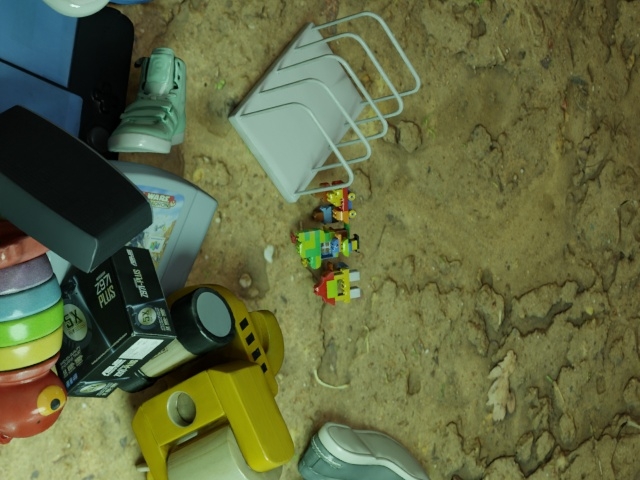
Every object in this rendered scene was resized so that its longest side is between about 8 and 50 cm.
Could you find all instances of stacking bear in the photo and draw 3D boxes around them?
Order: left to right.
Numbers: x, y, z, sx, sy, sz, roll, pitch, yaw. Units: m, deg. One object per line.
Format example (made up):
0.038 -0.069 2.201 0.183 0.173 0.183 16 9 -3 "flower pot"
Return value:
-0.413 0.128 1.775 0.175 0.164 0.289 -27 115 -55 "stacking bear"

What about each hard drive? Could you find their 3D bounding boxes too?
-0.355 -0.078 1.741 0.254 0.054 0.172 36 38 9 "hard drive"

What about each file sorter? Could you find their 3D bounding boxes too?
0.017 -0.234 2.261 0.193 0.173 0.278 54 51 -25 "file sorter"

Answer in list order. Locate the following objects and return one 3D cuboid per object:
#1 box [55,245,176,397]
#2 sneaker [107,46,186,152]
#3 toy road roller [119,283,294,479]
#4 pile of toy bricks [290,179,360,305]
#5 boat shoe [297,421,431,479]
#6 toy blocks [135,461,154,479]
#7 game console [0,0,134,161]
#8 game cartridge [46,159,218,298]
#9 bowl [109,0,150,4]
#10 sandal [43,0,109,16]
-0.299 0.115 1.843 0.077 0.180 0.147 9 51 -45 "box"
-0.257 -0.209 1.950 0.256 0.094 0.151 -67 159 -78 "sneaker"
-0.145 0.224 1.973 0.240 0.202 0.330 -6 70 -57 "toy road roller"
0.000 0.000 2.277 0.105 0.118 0.212 -9 109 -19 "pile of toy bricks"
0.079 0.401 2.313 0.099 0.116 0.319 -49 140 12 "boat shoe"
-0.217 0.402 2.011 0.123 0.054 0.148 -12 93 -46 "toy blocks"
-0.437 -0.235 1.872 0.386 0.060 0.342 23 69 -43 "game console"
-0.290 -0.016 1.930 0.297 0.062 0.198 8 115 -46 "game cartridge"
-0.299 -0.561 2.017 0.391 0.077 0.391 -1 92 -45 "bowl"
-0.449 -0.470 1.837 0.169 0.102 0.416 -34 86 -24 "sandal"
